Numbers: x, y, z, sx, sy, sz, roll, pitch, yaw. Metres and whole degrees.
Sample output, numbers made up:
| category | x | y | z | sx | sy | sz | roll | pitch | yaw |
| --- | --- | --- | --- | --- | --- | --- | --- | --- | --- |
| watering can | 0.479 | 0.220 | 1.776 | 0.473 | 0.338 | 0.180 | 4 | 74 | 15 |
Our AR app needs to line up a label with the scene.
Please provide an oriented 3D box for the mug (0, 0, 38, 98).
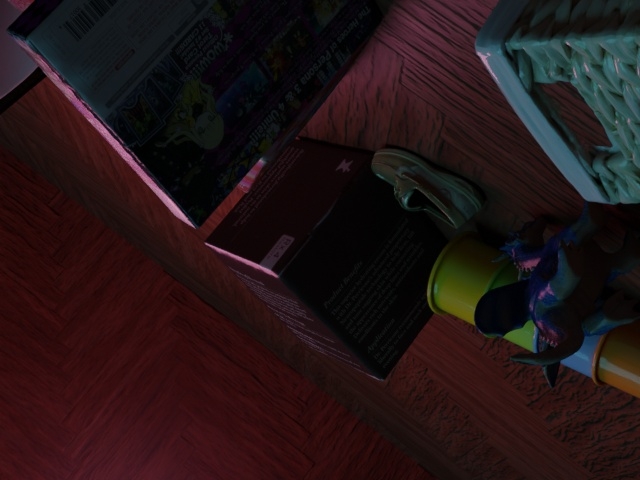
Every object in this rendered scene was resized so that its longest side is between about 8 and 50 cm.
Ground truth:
| category | x | y | z | sx | sy | sz | roll | pitch | yaw |
| --- | --- | --- | --- | --- | --- | --- | --- | --- | --- |
| mug | -0.444 | -0.327 | 1.232 | 0.328 | 0.276 | 0.374 | 46 | -163 | 9 |

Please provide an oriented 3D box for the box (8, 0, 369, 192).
| category | x | y | z | sx | sy | sz | roll | pitch | yaw |
| --- | --- | --- | --- | --- | --- | --- | --- | --- | --- |
| box | -0.126 | -0.201 | 0.983 | 0.300 | 0.154 | 0.142 | 38 | 167 | -3 |

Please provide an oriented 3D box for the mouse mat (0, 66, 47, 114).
| category | x | y | z | sx | sy | sz | roll | pitch | yaw |
| --- | --- | --- | --- | --- | --- | --- | --- | --- | --- |
| mouse mat | -0.420 | -0.238 | 1.340 | 0.190 | 0.152 | 0.007 | 37 | 137 | -2 |

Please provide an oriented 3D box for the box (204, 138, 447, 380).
| category | x | y | z | sx | sy | sz | roll | pitch | yaw |
| --- | --- | --- | --- | --- | --- | --- | --- | --- | --- |
| box | 0.018 | 0.019 | 1.270 | 0.203 | 0.168 | 0.167 | 48 | 164 | -32 |

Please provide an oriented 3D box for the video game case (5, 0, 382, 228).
| category | x | y | z | sx | sy | sz | roll | pitch | yaw |
| --- | --- | --- | --- | --- | --- | --- | --- | --- | --- |
| video game case | -0.079 | -0.159 | 0.828 | 0.042 | 0.232 | 0.210 | 27 | 163 | 46 |

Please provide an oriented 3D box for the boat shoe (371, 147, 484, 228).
| category | x | y | z | sx | sy | sz | roll | pitch | yaw |
| --- | --- | --- | --- | --- | --- | --- | --- | --- | --- |
| boat shoe | 0.096 | -0.052 | 1.107 | 0.135 | 0.045 | 0.050 | 27 | 161 | 41 |

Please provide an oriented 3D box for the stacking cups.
| category | x | y | z | sx | sy | sz | roll | pitch | yaw |
| --- | --- | --- | --- | --- | --- | --- | --- | --- | --- |
| stacking cups | 0.255 | 0.092 | 1.078 | 0.316 | 0.096 | 0.096 | 27 | 162 | 33 |

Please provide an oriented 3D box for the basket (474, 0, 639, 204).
| category | x | y | z | sx | sy | sz | roll | pitch | yaw |
| --- | --- | --- | --- | --- | --- | --- | --- | --- | --- |
| basket | 0.170 | -0.109 | 0.502 | 0.113 | 0.167 | 0.103 | 46 | 158 | -29 |

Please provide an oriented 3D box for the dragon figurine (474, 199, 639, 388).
| category | x | y | z | sx | sy | sz | roll | pitch | yaw |
| --- | --- | --- | --- | --- | --- | --- | --- | --- | --- |
| dragon figurine | 0.183 | 0.057 | 0.910 | 0.085 | 0.289 | 0.144 | 38 | 128 | -5 |
